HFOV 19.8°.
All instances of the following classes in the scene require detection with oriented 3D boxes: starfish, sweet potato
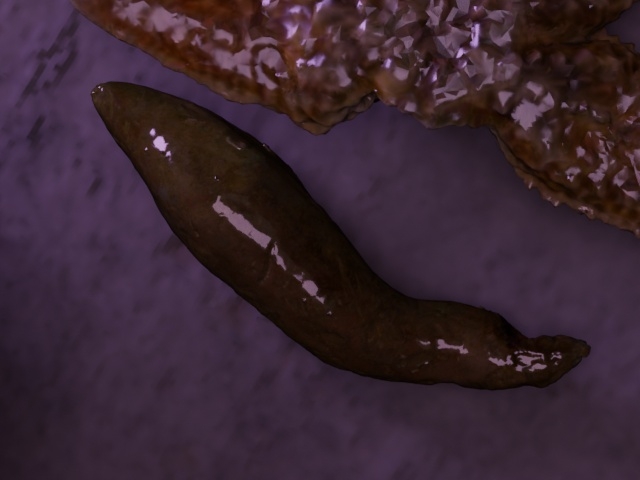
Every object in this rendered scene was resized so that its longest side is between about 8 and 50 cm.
[{"bbox_3d":[0.058,-0.081,0.490,0.247,0.050,0.138,17,92,-1],"label":"starfish"},{"bbox_3d":[-0.002,0.006,0.501,0.153,0.038,0.041,32,117,3],"label":"sweet potato"}]
